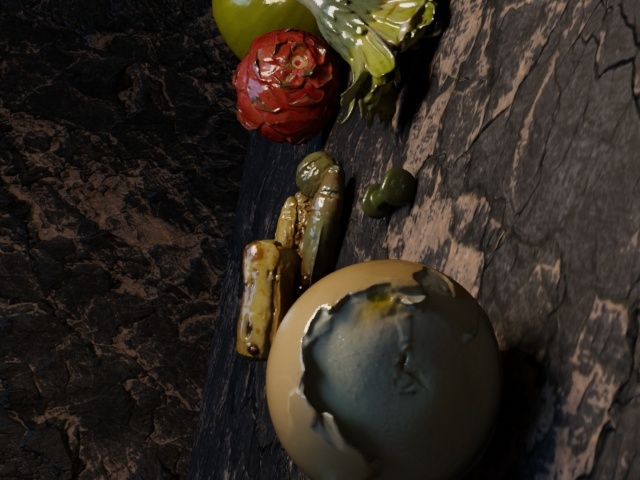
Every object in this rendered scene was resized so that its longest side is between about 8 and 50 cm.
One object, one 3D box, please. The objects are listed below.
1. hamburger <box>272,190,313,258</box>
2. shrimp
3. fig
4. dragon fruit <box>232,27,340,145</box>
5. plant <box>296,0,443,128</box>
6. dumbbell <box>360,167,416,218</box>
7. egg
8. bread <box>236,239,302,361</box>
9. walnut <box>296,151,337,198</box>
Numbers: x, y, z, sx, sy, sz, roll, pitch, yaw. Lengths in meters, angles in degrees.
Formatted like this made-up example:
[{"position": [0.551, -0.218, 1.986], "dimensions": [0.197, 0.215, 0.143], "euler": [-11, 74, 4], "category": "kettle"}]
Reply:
[{"position": [-0.047, -0.014, 1.784], "dimensions": [0.147, 0.083, 0.138], "euler": [118, 159, -56], "category": "hamburger"}, {"position": [0.001, 0.001, 1.585], "dimensions": [0.145, 0.061, 0.267], "euler": [88, -169, -86], "category": "shrimp"}, {"position": [-0.080, -0.546, 2.102], "dimensions": [0.343, 0.343, 0.343], "euler": [-165, 90, -79], "category": "fig"}, {"position": [-0.068, -0.328, 1.948], "dimensions": [0.241, 0.241, 0.252], "euler": [-86, -12, -46], "category": "dragon fruit"}, {"position": [0.077, -0.347, 1.349], "dimensions": [0.261, 0.297, 0.306], "euler": [-31, 18, 30], "category": "plant"}, {"position": [0.091, -0.063, 1.241], "dimensions": [0.118, 0.046, 0.052], "euler": [146, 143, -75], "category": "dumbbell"}, {"position": [0.051, 0.122, 0.782], "dimensions": [0.244, 0.201, 0.201], "euler": [125, 158, -72], "category": "egg"}, {"position": [-0.083, 0.109, 1.620], "dimensions": [0.235, 0.099, 0.210], "euler": [51, -137, -83], "category": "bread"}, {"position": [-0.005, -0.123, 1.725], "dimensions": [0.092, 0.092, 0.092], "euler": [-165, 90, -79], "category": "walnut"}]
